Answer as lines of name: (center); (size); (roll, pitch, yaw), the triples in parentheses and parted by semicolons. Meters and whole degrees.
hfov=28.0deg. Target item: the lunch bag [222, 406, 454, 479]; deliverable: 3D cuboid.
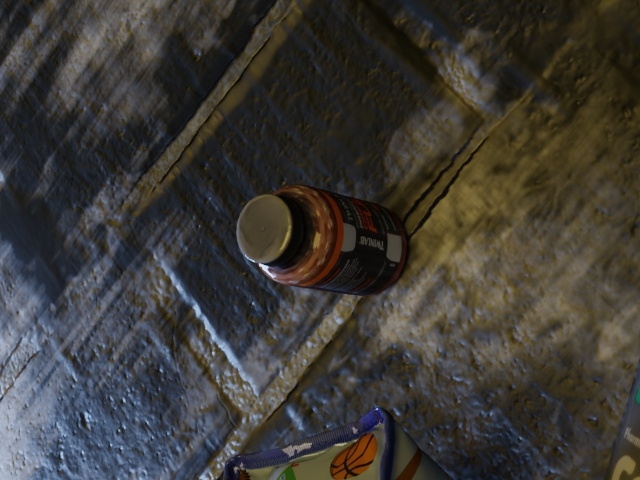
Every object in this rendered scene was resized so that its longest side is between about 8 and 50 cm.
lunch bag: (0.066, 0.391, 1.069); (0.239, 0.328, 0.385); (-26, 35, 32)

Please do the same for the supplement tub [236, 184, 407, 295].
supplement tub: (0.000, 0.000, 1.335); (0.106, 0.198, 0.106); (-5, 81, 34)

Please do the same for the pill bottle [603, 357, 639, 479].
pill bottle: (0.347, 0.178, 1.059); (0.204, 0.204, 0.361); (17, 93, 36)
